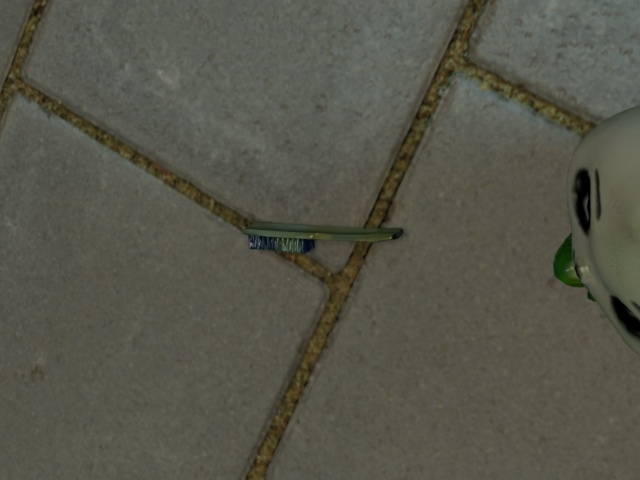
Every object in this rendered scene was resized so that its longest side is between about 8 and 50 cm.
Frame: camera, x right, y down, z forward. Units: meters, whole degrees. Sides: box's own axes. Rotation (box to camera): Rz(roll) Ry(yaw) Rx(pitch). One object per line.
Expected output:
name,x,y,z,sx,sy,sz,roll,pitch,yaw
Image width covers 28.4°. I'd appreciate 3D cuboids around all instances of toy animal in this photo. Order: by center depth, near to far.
toy animal,0.292,-0.008,1.021,0.213,0.267,0.212,4,99,30

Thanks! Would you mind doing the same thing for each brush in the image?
brush,0.000,-0.001,1.300,0.178,0.033,0.030,3,100,28
